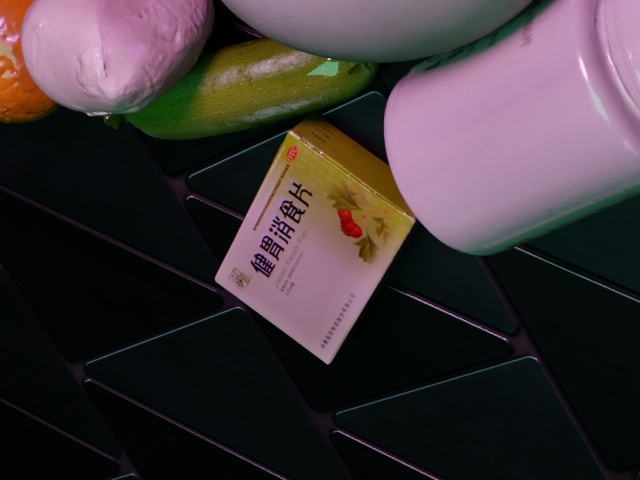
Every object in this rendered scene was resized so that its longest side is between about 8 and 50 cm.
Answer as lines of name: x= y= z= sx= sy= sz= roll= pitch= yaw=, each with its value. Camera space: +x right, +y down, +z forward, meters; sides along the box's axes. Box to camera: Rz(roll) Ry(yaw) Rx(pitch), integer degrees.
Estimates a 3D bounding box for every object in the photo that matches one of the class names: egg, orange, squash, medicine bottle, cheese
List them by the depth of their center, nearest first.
egg: x=0.051 y=-0.304 z=1.512 sx=0.389 sy=0.276 sz=0.276 roll=3 pitch=120 yaw=38
medicine bottle: x=0.256 y=-0.137 z=1.531 sx=0.371 sy=0.211 sz=0.211 roll=-26 pitch=102 yaw=40
cheese: x=-0.233 y=-0.221 z=1.758 sx=0.189 sy=0.198 sz=0.154 roll=-10 pitch=117 yaw=43
squash: x=-0.093 y=-0.171 z=1.809 sx=0.378 sy=0.101 sz=0.101 roll=-10 pitch=112 yaw=32
orange: x=-0.358 y=-0.235 z=1.900 sx=0.193 sy=0.161 sz=0.193 roll=21 pitch=128 yaw=30

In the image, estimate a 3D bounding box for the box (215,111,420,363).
box: x=0.001 y=0.001 z=1.880 sx=0.175 sy=0.062 sz=0.260 roll=36 pitch=132 yaw=8
